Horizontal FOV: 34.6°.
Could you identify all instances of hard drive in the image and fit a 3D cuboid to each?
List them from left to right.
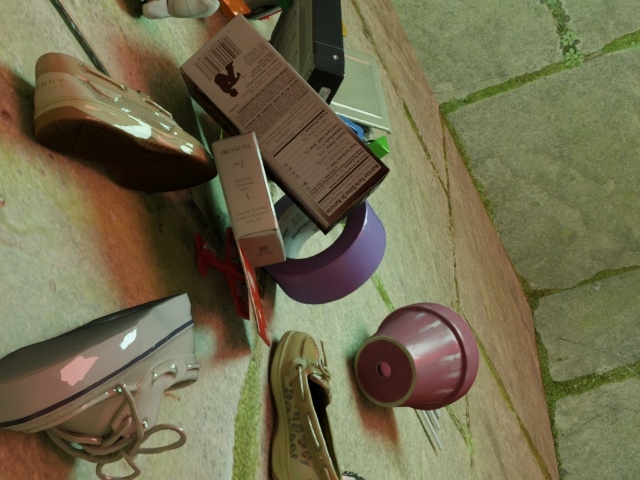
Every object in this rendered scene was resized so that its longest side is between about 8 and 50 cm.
[{"bbox_3d":[-0.034,-0.309,1.764,0.064,0.237,0.338,15,45,-16],"label":"hard drive"}]

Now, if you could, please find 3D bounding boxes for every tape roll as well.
[{"bbox_3d":[0.000,0.000,1.578,0.080,0.189,0.189,53,25,-43],"label":"tape roll"}]

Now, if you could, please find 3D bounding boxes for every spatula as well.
[{"bbox_3d":[0.208,0.320,2.167,0.168,0.019,0.242,-84,151,-64],"label":"spatula"}]

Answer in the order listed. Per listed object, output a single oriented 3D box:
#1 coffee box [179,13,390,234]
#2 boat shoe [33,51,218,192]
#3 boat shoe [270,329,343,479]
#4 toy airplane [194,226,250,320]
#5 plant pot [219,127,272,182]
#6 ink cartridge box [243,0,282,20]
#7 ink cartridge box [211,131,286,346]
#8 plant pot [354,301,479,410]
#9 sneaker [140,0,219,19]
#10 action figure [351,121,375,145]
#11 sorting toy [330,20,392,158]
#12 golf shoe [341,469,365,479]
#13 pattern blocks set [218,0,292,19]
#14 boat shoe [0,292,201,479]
[{"bbox_3d":[-0.050,-0.156,1.450,0.297,0.119,0.168,46,-5,1],"label":"coffee box"},{"bbox_3d":[-0.220,-0.132,1.201,0.302,0.109,0.098,23,51,-60],"label":"boat shoe"},{"bbox_3d":[-0.012,0.243,1.460,0.104,0.089,0.285,54,24,-42],"label":"boat shoe"},{"bbox_3d":[-0.131,0.039,1.411,0.151,0.028,0.151,57,21,-35],"label":"toy airplane"},{"bbox_3d":[-0.094,-0.156,1.593,0.095,0.134,0.134,-164,-127,-79],"label":"plant pot"},{"bbox_3d":[-0.125,-0.481,1.873,0.134,0.078,0.231,70,19,-2],"label":"ink cartridge box"},{"bbox_3d":[-0.076,0.009,1.339,0.275,0.060,0.238,90,-16,-81],"label":"ink cartridge box"},{"bbox_3d":[0.161,0.221,1.864,0.180,0.201,0.201,-10,81,-56],"label":"plant pot"},{"bbox_3d":[-0.181,-0.447,1.412,0.110,0.118,0.292,-106,-157,-65],"label":"sneaker"},{"bbox_3d":[0.047,-0.249,2.062,0.275,0.141,0.164,54,36,-47],"label":"action figure"},{"bbox_3d":[0.045,-0.295,1.958,0.196,0.047,0.347,16,53,-38],"label":"sorting toy"},{"bbox_3d":[0.043,0.402,1.488,0.198,0.077,0.093,53,26,-42],"label":"golf shoe"},{"bbox_3d":[-0.160,-0.496,1.692,0.325,0.026,0.285,26,56,-44],"label":"pattern blocks set"},{"bbox_3d":[-0.194,0.154,0.973,0.367,0.136,0.156,-31,105,-82],"label":"boat shoe"}]
